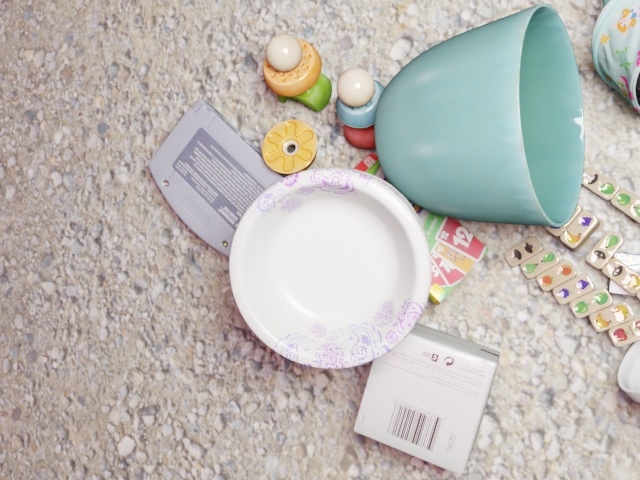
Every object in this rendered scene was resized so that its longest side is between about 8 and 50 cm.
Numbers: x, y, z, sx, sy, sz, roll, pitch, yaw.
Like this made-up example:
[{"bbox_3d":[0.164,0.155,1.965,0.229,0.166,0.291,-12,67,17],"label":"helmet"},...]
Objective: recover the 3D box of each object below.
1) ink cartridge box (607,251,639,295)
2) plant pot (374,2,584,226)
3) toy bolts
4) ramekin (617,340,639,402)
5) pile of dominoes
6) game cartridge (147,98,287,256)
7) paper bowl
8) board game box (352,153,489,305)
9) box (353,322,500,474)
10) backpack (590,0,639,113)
[{"bbox_3d":[0.494,0.054,0.884,0.115,0.029,0.063,7,90,21],"label":"ink cartridge box"},{"bbox_3d":[0.223,-0.160,0.860,0.235,0.293,0.293,-2,88,38],"label":"plant pot"},{"bbox_3d":[-0.005,-0.221,0.978,0.228,0.158,0.218,14,80,17],"label":"toy bolts"},{"bbox_3d":[0.517,0.167,0.788,0.109,0.207,0.207,46,103,6],"label":"ramekin"},{"bbox_3d":[0.420,0.023,0.878,0.251,0.040,0.196,43,104,27],"label":"pile of dominoes"},{"bbox_3d":[-0.184,-0.101,1.113,0.294,0.060,0.196,44,99,15],"label":"game cartridge"},{"bbox_3d":[0.019,0.032,0.879,0.284,0.148,0.284,2,100,9],"label":"paper bowl"},{"bbox_3d":[0.138,-0.028,0.974,0.259,0.039,0.124,43,75,13],"label":"board game box"},{"bbox_3d":[0.172,0.239,0.945,0.181,0.119,0.182,17,94,19],"label":"box"},{"bbox_3d":[0.493,-0.301,0.795,0.253,0.225,0.191,-45,54,18],"label":"backpack"}]
